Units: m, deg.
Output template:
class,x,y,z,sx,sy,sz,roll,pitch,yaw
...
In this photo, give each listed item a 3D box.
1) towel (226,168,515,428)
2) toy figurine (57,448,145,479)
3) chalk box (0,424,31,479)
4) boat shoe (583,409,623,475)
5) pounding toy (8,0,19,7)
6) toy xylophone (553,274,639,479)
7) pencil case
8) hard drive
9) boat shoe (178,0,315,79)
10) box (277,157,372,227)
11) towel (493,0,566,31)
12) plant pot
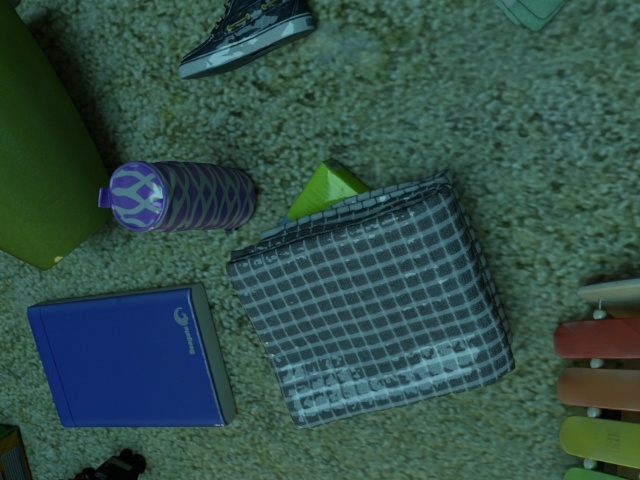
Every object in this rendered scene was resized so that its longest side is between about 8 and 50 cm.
class,x,y,z,sx,sy,sz,roll,pitch,yaw
towel,0.051,0.076,0.753,0.284,0.121,0.235,-20,109,19
toy figurine,-0.351,0.468,1.059,0.213,0.148,0.209,-30,92,27
chalk box,-0.689,0.440,1.184,0.289,0.179,0.180,-1,105,25
boat shoe,0.314,0.294,0.764,0.073,0.080,0.223,16,105,24
pounding toy,-0.512,-0.341,0.901,0.130,0.141,0.100,-34,89,27
toy xylophone,0.317,0.186,0.621,0.081,0.236,0.322,13,69,-16
pencil case,-0.160,-0.053,0.801,0.088,0.206,0.086,11,96,24
hard drive,-0.294,0.183,1.013,0.319,0.040,0.210,-8,101,25
boat shoe,-0.099,-0.258,0.793,0.183,0.065,0.083,-17,96,20
box,0.000,0.000,0.831,0.109,0.042,0.178,40,116,8
towel,0.178,-0.332,0.530,0.248,0.325,0.038,-43,47,28
plant pot,-0.415,-0.112,0.880,0.275,0.275,0.293,-32,106,28
